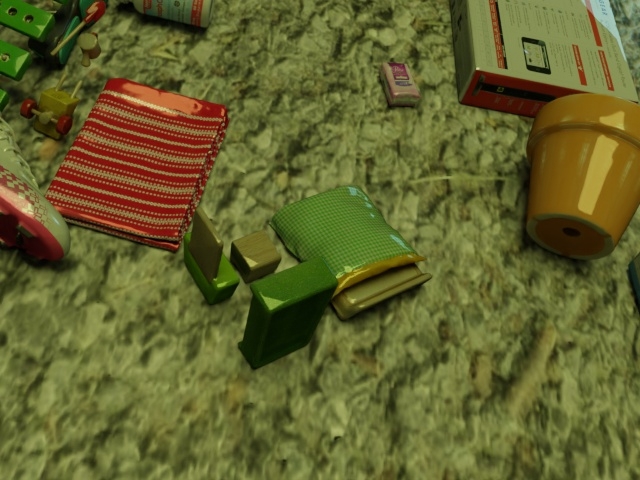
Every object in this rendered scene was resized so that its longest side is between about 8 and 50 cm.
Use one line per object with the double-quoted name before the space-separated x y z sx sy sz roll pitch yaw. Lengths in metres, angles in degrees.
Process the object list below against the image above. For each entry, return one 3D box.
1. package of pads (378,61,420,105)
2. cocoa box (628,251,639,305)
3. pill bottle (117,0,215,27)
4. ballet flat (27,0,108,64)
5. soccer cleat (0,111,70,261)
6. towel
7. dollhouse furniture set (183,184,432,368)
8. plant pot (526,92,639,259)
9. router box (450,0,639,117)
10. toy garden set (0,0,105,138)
"package of pads" 0.134 -0.265 1.308 0.050 0.032 0.083 -1 54 -19
"cocoa box" 0.656 0.082 1.059 0.347 0.228 0.232 7 53 -10
"pill bottle" -0.258 -0.415 1.281 0.160 0.087 0.087 11 52 -6
"ballet flat" -0.401 -0.358 1.214 0.074 0.074 0.203 18 54 -1
"soccer cleat" -0.427 -0.104 0.982 0.331 0.116 0.143 32 58 11
"towel" -0.255 -0.120 1.098 0.198 0.031 0.275 15 52 -2
"dollhouse furniture set" 0.000 0.000 0.997 0.301 0.151 0.198 -22 62 -28
"plant pot" 0.397 -0.082 1.151 0.205 0.205 0.188 23 67 3
"router box" 0.401 -0.368 1.422 0.301 0.082 0.336 10 52 -8
"toy garden set" -0.414 -0.274 1.116 0.203 0.049 0.244 24 75 3
